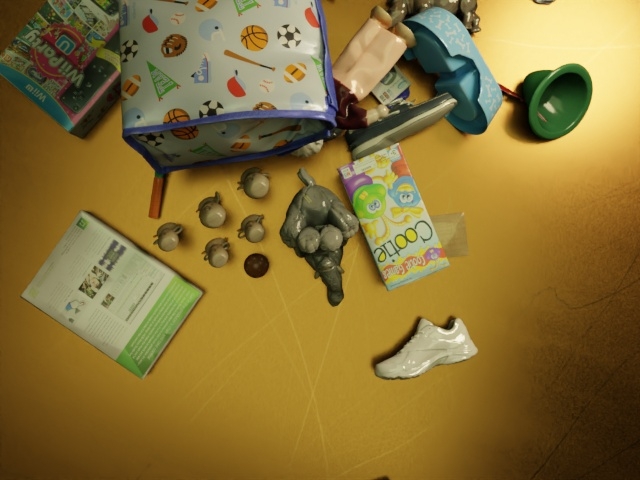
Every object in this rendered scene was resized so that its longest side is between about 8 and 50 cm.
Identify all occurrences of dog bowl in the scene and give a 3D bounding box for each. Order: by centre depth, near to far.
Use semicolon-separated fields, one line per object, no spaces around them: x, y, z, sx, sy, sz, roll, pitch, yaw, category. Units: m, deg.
0.279;-0.361;1.697;0.074;0.166;0.297;-44;114;-13;dog bowl

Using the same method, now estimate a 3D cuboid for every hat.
0.472;-0.344;1.791;0.173;0.183;0.208;-50;133;5;hat

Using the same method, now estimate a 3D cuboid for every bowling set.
-0.200;-0.009;1.732;0.287;0.154;0.199;-29;109;-3;bowling set

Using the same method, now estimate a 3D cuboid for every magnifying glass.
-0.348;-0.163;1.746;0.026;0.092;0.230;8;100;-4;magnifying glass

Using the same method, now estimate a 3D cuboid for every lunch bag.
-0.169;-0.327;1.554;0.386;0.239;0.327;-10;73;9;lunch bag

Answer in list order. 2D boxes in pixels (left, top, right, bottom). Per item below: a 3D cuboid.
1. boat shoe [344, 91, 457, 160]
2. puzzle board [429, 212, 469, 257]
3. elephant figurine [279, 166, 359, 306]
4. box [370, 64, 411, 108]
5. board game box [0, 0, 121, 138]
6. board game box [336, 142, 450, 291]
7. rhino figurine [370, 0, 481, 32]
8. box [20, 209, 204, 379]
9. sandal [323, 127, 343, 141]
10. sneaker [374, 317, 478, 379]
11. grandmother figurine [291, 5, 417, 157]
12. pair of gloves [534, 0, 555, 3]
0.169;-0.259;1.732;0.255;0.095;0.079;-28;74;24;boat shoe
0.261;-0.008;1.790;0.128;0.011;0.096;-7;91;-1;puzzle board
0.000;0.000;1.720;0.169;0.239;0.186;26;73;18;elephant figurine
0.138;-0.358;1.780;0.081;0.028;0.136;-42;89;-1;box
-0.511;-0.407;1.731;0.224;0.097;0.303;40;89;0;board game box
0.154;-0.049;1.713;0.142;0.144;0.275;-22;90;4;board game box
0.231;-0.506;1.761;0.243;0.073;0.106;-3;94;0;rhino figurine
-0.450;0.117;1.751;0.322;0.058;0.232;35;89;0;box
-0.154;-0.319;1.739;0.446;0.107;0.167;15;91;4;sandal
0.219;0.233;1.759;0.232;0.090;0.115;-17;84;-10;sneaker
0.049;-0.306;1.644;0.208;0.104;0.342;42;90;23;grandmother figurine
0.497;-0.571;1.798;0.074;0.010;0.083;7;90;-2;pair of gloves
